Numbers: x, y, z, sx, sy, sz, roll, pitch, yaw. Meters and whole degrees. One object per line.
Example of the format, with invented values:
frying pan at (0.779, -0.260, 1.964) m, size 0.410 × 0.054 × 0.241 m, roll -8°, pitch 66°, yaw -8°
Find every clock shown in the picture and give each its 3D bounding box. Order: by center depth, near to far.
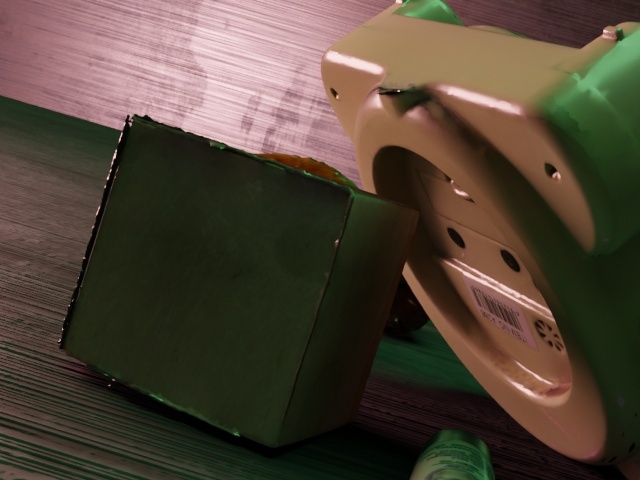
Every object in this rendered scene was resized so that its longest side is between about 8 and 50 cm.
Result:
clock at (0.137, 0.004, 0.656) m, size 0.284 × 0.114 × 0.309 m, roll 30°, pitch -28°, yaw 57°

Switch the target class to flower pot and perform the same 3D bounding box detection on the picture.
flower pot at (0.069, 0.038, 0.967) m, size 0.111 × 0.111 × 0.089 m, roll 15°, pitch 20°, yaw -13°

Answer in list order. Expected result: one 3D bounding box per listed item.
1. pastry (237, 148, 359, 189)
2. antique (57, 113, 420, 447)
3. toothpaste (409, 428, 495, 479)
pastry at (-0.052, -0.017, 0.909) m, size 0.193 × 0.093 × 0.182 m, roll 6°, pitch 26°, yaw 11°
antique at (-0.042, 0.022, 0.606) m, size 0.152 × 0.146 × 0.148 m, roll 20°, pitch 6°, yaw 23°
toothpaste at (0.050, 0.126, 0.418) m, size 0.062 × 0.039 × 0.239 m, roll 13°, pitch 8°, yaw 8°
